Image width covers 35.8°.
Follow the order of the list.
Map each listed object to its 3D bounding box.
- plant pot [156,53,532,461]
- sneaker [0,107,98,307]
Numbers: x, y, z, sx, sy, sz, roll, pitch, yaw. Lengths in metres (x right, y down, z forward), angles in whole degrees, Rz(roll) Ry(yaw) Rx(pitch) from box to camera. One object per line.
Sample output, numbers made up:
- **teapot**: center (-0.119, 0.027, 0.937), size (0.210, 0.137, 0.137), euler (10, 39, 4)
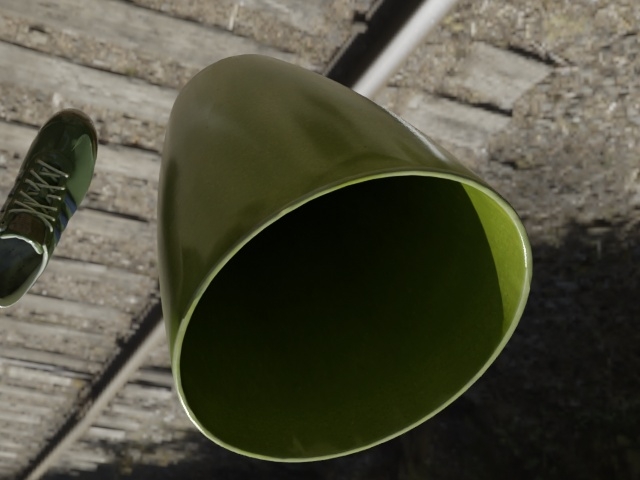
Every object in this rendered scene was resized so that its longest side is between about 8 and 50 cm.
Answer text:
- **plant pot**: center (-0.021, -0.022, 0.807), size (0.275, 0.293, 0.274), euler (-13, 131, -16)
- **sneaker**: center (-0.253, -0.022, 0.887), size (0.064, 0.192, 0.086), euler (25, -168, -17)
